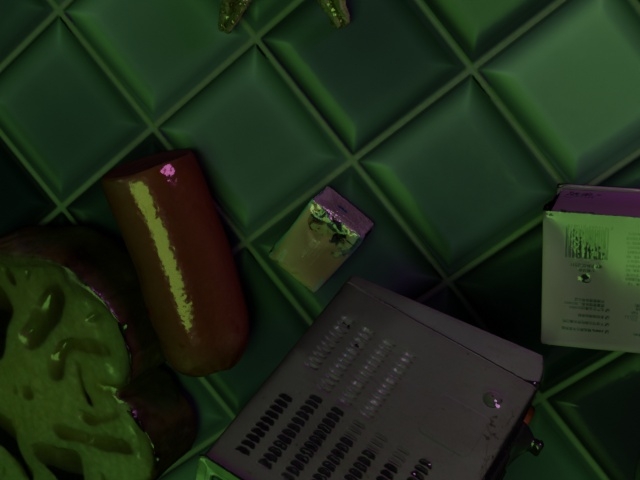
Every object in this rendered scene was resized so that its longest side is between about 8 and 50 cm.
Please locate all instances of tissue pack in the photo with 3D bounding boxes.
[{"bbox_3d":[0.344,0.034,1.204,0.246,0.092,0.148,5,110,18],"label":"tissue pack"},{"bbox_3d":[0.000,0.000,1.332,0.074,0.059,0.094,38,118,0],"label":"tissue pack"}]

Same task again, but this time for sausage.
[{"bbox_3d":[-0.151,0.031,1.370,0.113,0.113,0.259,-12,105,23],"label":"sausage"}]

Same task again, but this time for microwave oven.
[{"bbox_3d":[0.042,0.289,1.237,0.247,0.333,0.394,27,137,14],"label":"microwave oven"}]

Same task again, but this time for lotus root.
[{"bbox_3d":[-0.335,0.167,1.491,0.375,0.111,0.390,10,116,17],"label":"lotus root"}]

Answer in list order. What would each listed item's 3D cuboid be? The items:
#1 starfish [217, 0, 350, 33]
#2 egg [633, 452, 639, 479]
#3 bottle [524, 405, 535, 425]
[{"bbox_3d":[-0.051,-0.314,1.237,0.295,0.048,0.231,12,114,16],"label":"starfish"},{"bbox_3d":[0.408,0.280,1.233,0.168,0.168,0.231,-28,96,26],"label":"egg"},{"bbox_3d":[0.143,0.151,1.335,0.187,0.069,0.069,40,117,5],"label":"bottle"}]
